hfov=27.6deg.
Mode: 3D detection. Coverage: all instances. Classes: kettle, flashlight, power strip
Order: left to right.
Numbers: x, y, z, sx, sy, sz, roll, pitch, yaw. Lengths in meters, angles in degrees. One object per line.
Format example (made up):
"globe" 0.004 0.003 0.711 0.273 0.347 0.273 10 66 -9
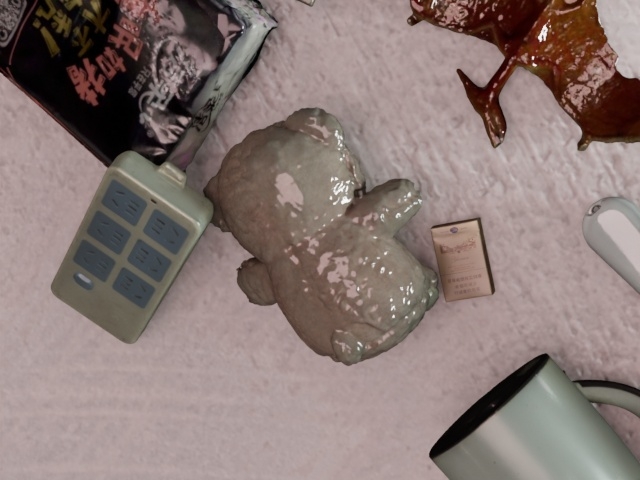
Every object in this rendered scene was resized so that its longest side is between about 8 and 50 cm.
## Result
"power strip" -0.209 0.013 1.417 0.118 0.046 0.270 32 136 -3
"kettle" 0.267 0.237 1.326 0.221 0.161 0.236 -40 86 -12
"flashlight" 0.344 0.038 1.318 0.093 0.047 0.200 -45 82 18

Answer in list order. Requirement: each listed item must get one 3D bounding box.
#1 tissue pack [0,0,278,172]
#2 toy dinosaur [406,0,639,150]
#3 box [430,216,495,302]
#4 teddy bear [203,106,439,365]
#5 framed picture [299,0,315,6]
"tissue pack" -0.234 -0.233 1.419 0.332 0.123 0.245 40 114 11
"toy dinosaur" 0.196 -0.214 1.290 0.206 0.113 0.327 -29 87 19
"box" 0.151 0.021 1.386 0.053 0.024 0.083 -9 94 18
"teddy bear" 0.000 0.001 1.362 0.236 0.151 0.267 -35 84 27
"framed picture" -0.044 -0.397 1.324 0.192 0.018 0.265 22 96 0
